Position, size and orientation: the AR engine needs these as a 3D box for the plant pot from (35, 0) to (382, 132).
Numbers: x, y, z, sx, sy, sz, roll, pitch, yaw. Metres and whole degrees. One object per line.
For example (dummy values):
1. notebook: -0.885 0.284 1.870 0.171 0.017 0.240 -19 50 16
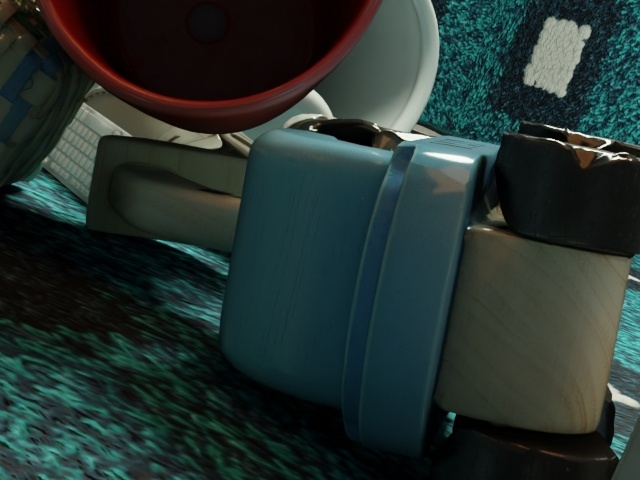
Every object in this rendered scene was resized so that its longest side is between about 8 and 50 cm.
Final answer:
1. plant pot: -0.086 -0.204 1.115 0.275 0.275 0.243 21 -9 0

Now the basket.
1. basket: -0.332 -0.169 1.125 0.289 0.201 0.255 30 10 -4

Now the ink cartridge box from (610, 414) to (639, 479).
1. ink cartridge box: 0.273 0.136 0.750 0.197 0.198 0.270 25 11 20

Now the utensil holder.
1. utensil holder: -0.071 -0.297 2.079 0.328 0.327 0.385 13 9 -39

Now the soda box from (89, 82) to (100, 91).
1. soda box: -0.299 -0.170 1.524 0.286 0.098 0.091 25 10 17

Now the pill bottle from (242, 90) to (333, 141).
1. pill bottle: -0.087 -0.145 1.686 0.146 0.146 0.264 17 10 -24

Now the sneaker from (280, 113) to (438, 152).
1. sneaker: 0.070 -0.056 1.186 0.234 0.078 0.106 12 6 3

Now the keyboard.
1. keyboard: -0.239 -0.098 1.327 0.014 0.072 0.256 28 3 -38

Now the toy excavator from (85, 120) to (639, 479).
1. toy excavator: 0.000 0.000 0.973 0.445 0.222 0.433 13 8 10

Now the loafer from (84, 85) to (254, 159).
1. loafer: -0.110 -0.065 1.304 0.319 0.112 0.111 26 2 22
